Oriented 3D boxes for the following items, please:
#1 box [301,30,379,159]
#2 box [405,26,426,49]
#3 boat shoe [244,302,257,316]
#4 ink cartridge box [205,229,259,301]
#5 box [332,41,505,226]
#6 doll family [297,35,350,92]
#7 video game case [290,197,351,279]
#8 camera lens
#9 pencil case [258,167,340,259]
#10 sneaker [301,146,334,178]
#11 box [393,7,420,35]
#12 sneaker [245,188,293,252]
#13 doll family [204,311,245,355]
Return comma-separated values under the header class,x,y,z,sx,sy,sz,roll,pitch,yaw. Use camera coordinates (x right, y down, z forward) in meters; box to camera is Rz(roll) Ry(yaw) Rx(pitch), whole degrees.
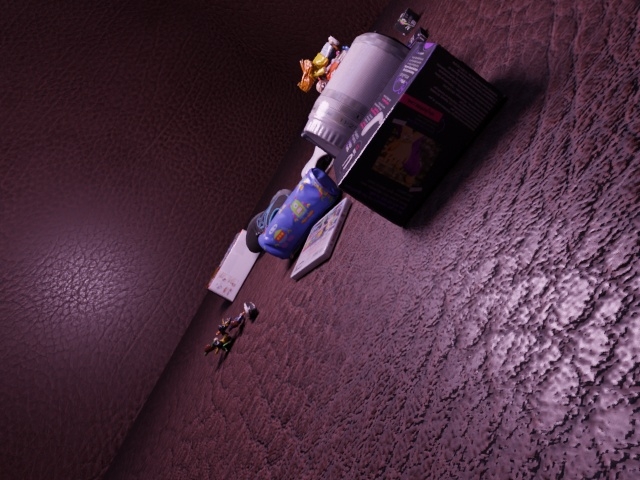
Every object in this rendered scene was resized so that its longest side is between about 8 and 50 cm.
class,x,y,z,sx,sy,sz,roll,pitch,yaw
box,0.109,-0.398,1.307,0.296,0.183,0.294,-58,12,1
box,0.295,-0.638,1.504,0.162,0.029,0.116,-47,18,34
boat shoe,-0.228,0.224,1.448,0.038,0.046,0.125,-16,-5,-12
ink cartridge box,-0.413,0.124,2.108,0.309,0.130,0.272,-62,13,-15
box,0.156,-0.188,0.783,0.270,0.143,0.165,-53,15,20
doll family,-0.002,-0.525,1.349,0.163,0.118,0.263,-54,14,12
video game case,0.000,0.000,1.175,0.201,0.023,0.183,-39,24,55
camera lens,0.116,-0.323,1.052,0.274,0.219,0.219,-57,14,5
pencil case,-0.063,-0.070,1.340,0.306,0.133,0.119,-51,-20,23
sneaker,0.026,-0.325,1.685,0.091,0.094,0.258,5,64,50
box,0.343,-0.870,1.763,0.052,0.062,0.083,-62,15,-9
sneaker,-0.220,-0.061,1.856,0.341,0.125,0.139,-53,19,28
doll family,-0.320,0.314,1.490,0.193,0.076,0.111,-63,-5,-1
